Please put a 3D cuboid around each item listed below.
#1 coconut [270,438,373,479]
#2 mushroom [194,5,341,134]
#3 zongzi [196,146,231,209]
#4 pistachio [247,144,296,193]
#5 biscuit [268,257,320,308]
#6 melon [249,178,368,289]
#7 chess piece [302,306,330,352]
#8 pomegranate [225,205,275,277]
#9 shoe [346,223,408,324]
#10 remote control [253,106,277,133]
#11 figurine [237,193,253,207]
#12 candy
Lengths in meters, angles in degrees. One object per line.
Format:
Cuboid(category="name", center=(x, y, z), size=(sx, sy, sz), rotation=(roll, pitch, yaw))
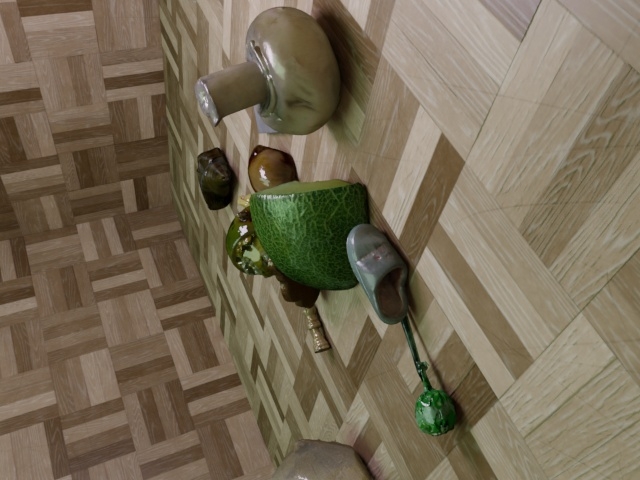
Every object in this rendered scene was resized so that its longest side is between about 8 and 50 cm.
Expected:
Cuboid(category="coconut", center=(0.007, 0.805, 1.906), size=(0.346, 0.347, 0.359), rotation=(-15, 91, 69))
Cuboid(category="mushroom", center=(-0.127, -0.391, 1.452), size=(0.314, 0.336, 0.314), rotation=(50, 154, 36))
Cuboid(category="zongzi", center=(-0.436, -0.223, 2.615), size=(0.300, 0.139, 0.285), rotation=(45, 146, 50))
Cuboid(category="pistachio", center=(-0.157, -0.220, 1.927), size=(0.210, 0.165, 0.131), rotation=(54, -168, 19))
Cuboid(category="biscuit", center=(-0.077, 0.095, 1.825), size=(0.320, 0.047, 0.183), rotation=(37, -117, -60))
Cuboid(category="melon", center=(0.000, 0.000, 1.631), size=(0.226, 0.332, 0.343), rotation=(-62, -40, -64))
Cuboid(category="chess piece", center=(-0.019, 0.289, 2.018), size=(0.060, 0.060, 0.171), rotation=(126, 129, -63))
Cuboid(category="pomegranate", center=(-0.168, 0.012, 1.967), size=(0.260, 0.261, 0.340), rotation=(60, 179, 34))
Cuboid(category="shoe", center=(0.145, 0.069, 1.394), size=(0.100, 0.103, 0.250), rotation=(-39, 68, 59))
Cuboid(category="remote control", center=(-0.159, -0.397, 1.936), size=(0.250, 0.034, 0.103), rotation=(-161, 59, -66))
Cuboid(category="figurine", center=(-0.244, -0.119, 2.293), size=(0.187, 0.083, 0.083), rotation=(48, 147, 32))
Cuboid(category="candy", center=(0.227, 0.281, 1.379), size=(0.097, 0.097, 0.323), rotation=(118, 141, -60))
